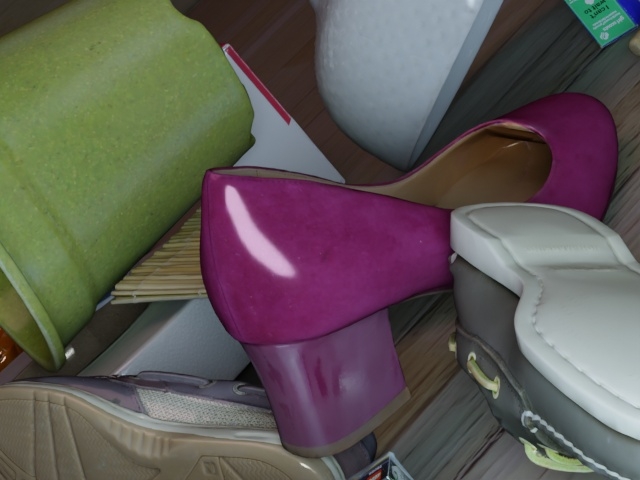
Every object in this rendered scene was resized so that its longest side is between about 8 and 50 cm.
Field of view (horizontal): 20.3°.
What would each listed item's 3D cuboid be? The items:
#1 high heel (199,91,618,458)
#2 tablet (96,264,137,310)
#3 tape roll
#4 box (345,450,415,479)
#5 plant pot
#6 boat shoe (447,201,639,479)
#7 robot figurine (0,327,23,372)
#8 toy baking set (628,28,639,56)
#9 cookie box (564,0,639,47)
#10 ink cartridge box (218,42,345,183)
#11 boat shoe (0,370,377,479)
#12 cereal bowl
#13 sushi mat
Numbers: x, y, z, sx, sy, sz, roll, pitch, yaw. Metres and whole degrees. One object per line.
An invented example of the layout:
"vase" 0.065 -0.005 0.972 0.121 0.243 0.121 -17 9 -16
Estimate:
"high heel" 0.070 -0.044 1.083 0.127 0.181 0.377 3 33 35
"tablet" -0.189 0.045 1.582 0.054 0.006 0.083 -34 13 22
"tape roll" -0.188 0.120 1.489 0.392 0.072 0.392 -37 13 10
"box" 0.009 0.175 0.867 0.137 0.094 0.027 -36 16 19
"plant pot" -0.201 -0.078 1.454 0.254 0.276 0.276 -39 14 -17
"boat shoe" 0.132 0.061 0.894 0.109 0.091 0.305 0 17 -11
"robot figurine" -0.291 0.054 1.936 0.211 0.085 0.291 -36 16 13
"toy baking set" 0.334 -0.210 1.280 0.256 0.030 0.196 -49 20 -25
"cookie box" 0.218 -0.223 1.433 0.040 0.107 0.092 -31 18 38
"ink cartridge box" -0.092 -0.098 1.710 0.100 0.172 0.237 -42 15 -6
"boat shoe" -0.094 0.132 1.132 0.285 0.103 0.092 3 20 33
"cereal bowl" 0.086 -0.235 1.457 0.339 0.141 0.339 -64 -3 -6
"sushi mat" 0.000 0.000 1.312 0.316 0.019 0.151 -4 26 37
